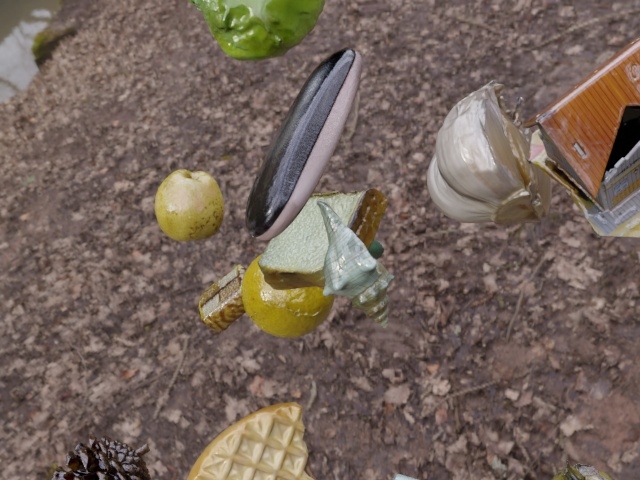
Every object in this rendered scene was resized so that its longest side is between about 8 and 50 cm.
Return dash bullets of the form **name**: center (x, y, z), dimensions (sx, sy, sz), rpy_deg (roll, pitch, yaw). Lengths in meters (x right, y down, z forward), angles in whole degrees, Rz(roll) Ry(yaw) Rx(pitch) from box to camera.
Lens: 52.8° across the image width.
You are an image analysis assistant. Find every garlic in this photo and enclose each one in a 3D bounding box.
- **garlic**: center (0.217, -0.098, 0.861), dimensions (0.142, 0.229, 0.178), rpy_deg (-23, 61, 37)

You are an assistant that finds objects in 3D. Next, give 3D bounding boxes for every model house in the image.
- **model house**: center (0.332, -0.134, 0.663), dimensions (0.219, 0.136, 0.207), rpy_deg (-37, 53, 10)

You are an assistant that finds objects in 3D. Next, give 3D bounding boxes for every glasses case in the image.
- **glasses case**: center (-0.022, -0.140, 0.909), dimensions (0.075, 0.122, 0.314), rpy_deg (31, 66, -19)

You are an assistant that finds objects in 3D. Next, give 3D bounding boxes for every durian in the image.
- **durian**: center (-0.100, -0.425, 1.006), dimensions (0.255, 0.204, 0.340), rpy_deg (-32, 69, -9)

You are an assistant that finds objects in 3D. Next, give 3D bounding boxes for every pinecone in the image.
- **pinecone**: center (-0.551, 0.611, 1.580), dimensions (0.309, 0.244, 0.244), rpy_deg (-40, 52, -3)

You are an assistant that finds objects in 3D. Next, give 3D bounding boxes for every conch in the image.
- **conch**: center (0.053, 0.056, 1.118), dimensions (0.114, 0.234, 0.137), rpy_deg (-43, 27, -11)

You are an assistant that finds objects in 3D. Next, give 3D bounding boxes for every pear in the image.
- **pear**: center (-0.315, -0.086, 1.553), dimensions (0.178, 0.178, 0.178), rpy_deg (-4, 47, 4)

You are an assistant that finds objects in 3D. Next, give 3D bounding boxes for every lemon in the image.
- **lemon**: center (-0.091, 0.146, 1.853), dimensions (0.293, 0.293, 0.293), rpy_deg (-4, 47, 4)

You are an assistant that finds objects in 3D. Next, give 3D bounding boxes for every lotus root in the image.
- **lotus root**: center (0.479, 0.486, 1.170), dimensions (0.154, 0.278, 0.154), rpy_deg (-7, 44, 7)

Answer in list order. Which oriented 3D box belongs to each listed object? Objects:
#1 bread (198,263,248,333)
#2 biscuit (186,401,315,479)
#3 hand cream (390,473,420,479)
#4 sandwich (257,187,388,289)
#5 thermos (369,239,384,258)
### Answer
- **bread**: center (-0.301, 0.187, 2.133), dimensions (0.222, 0.096, 0.181), rpy_deg (-38, 31, 16)
- **biscuit**: center (-0.094, 0.395, 0.899), dimensions (0.204, 0.309, 0.040), rpy_deg (-7, 3, -22)
- **hand cream**: center (0.323, 0.685, 1.636), dimensions (0.320, 0.067, 0.109), rpy_deg (17, 68, 19)
- **sandwich**: center (0.000, 0.000, 1.330), dimensions (0.251, 0.087, 0.226), rpy_deg (-5, 49, 49)
- **thermos**: center (0.154, 0.037, 2.228), dimensions (0.187, 0.083, 0.073), rpy_deg (-1, 58, -53)
